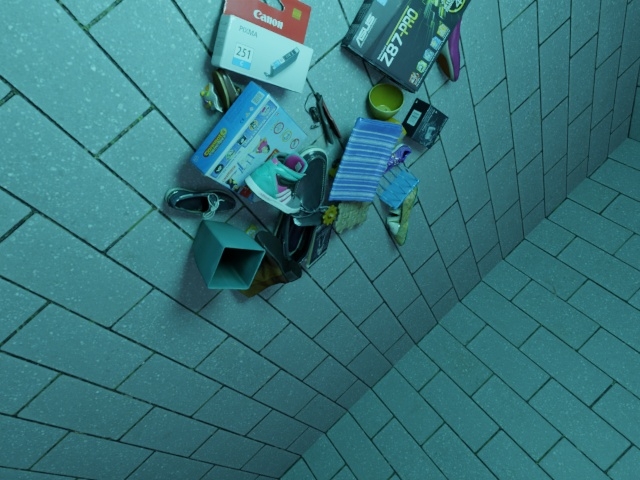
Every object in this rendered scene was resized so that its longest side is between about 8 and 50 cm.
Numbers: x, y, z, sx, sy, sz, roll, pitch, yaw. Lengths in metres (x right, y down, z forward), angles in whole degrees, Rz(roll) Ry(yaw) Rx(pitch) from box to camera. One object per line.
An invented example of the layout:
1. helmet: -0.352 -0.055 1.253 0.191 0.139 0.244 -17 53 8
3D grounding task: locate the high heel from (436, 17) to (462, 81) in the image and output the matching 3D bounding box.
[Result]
1. high heel: 0.524 -0.800 1.723 0.181 0.127 0.377 -32 136 -1

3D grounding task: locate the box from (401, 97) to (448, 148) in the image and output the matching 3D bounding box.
1. box: 0.441 -0.498 1.935 0.158 0.093 0.156 11 114 -46

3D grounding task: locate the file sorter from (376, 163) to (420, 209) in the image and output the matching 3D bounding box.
1. file sorter: 0.332 -0.250 2.027 0.170 0.118 0.104 -51 136 5

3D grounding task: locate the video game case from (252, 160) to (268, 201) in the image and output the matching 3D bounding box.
1. video game case: -0.162 -0.213 1.568 0.143 0.019 0.157 -23 147 -44

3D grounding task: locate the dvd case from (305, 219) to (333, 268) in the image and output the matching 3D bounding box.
1. dvd case: 0.000 0.000 1.963 0.164 0.018 0.222 -41 150 -50

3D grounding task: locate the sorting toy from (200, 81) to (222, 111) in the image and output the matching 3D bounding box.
1. sorting toy: -0.319 -0.418 1.357 0.044 0.075 0.083 -33 138 -16

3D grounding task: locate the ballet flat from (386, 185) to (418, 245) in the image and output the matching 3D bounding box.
1. ballet flat: 0.378 -0.125 2.185 0.123 0.123 0.349 -17 132 -30

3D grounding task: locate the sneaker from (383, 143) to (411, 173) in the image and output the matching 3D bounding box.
1. sneaker: 0.325 -0.353 1.970 0.170 0.071 0.068 -44 140 -2

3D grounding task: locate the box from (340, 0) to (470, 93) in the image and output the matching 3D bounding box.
1. box: 0.300 -0.758 1.536 0.318 0.097 0.395 24 106 -27

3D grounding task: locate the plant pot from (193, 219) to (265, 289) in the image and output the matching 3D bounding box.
1. plant pot: -0.340 0.034 1.585 0.165 0.234 0.166 7 117 -43

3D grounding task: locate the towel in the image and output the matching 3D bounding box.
1. towel: 0.175 -0.299 1.737 0.243 0.040 0.336 -3 123 -40

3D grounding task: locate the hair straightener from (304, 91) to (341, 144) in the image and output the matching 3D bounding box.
1. hair straightener: 0.003 -0.437 1.641 0.089 0.047 0.230 -39 139 -9

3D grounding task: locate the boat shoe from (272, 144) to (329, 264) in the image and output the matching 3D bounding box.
1. boat shoe: -0.065 -0.121 1.761 0.186 0.156 0.501 -2 122 -38

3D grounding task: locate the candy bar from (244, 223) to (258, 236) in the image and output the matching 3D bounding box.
1. candy bar: -0.307 0.003 1.758 0.161 0.018 0.040 -48 140 1

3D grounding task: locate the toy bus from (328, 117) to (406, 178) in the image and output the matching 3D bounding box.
1. toy bus: 0.188 -0.353 1.824 0.333 0.108 0.130 -50 141 3

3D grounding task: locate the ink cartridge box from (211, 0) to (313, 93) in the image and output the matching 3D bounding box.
1. ink cartridge box: -0.150 -0.601 1.324 0.296 0.066 0.262 3 110 -42

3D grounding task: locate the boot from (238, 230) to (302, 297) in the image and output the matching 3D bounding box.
1. boot: -0.253 0.098 1.775 0.280 0.096 0.264 -21 133 26

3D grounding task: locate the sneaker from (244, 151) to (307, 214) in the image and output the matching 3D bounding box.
1. sneaker: -0.108 -0.201 1.516 0.178 0.124 0.295 -42 156 11

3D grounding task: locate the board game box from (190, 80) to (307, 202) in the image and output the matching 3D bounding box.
1. board game box: -0.219 -0.302 1.467 0.308 0.086 0.302 -50 157 4

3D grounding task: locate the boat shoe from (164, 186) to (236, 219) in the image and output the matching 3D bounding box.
1. boat shoe: -0.392 -0.127 1.530 0.254 0.079 0.095 9 116 -44

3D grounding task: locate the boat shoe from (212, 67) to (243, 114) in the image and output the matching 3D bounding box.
1. boat shoe: -0.270 -0.439 1.389 0.073 0.073 0.207 -33 145 -16

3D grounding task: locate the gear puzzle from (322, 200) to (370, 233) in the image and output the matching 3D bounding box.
1. gear puzzle: 0.106 -0.125 1.932 0.338 0.044 0.176 -21 128 -49

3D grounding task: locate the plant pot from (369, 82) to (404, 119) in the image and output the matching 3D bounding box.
1. plant pot: 0.247 -0.519 1.738 0.134 0.134 0.095 -34 164 -14
